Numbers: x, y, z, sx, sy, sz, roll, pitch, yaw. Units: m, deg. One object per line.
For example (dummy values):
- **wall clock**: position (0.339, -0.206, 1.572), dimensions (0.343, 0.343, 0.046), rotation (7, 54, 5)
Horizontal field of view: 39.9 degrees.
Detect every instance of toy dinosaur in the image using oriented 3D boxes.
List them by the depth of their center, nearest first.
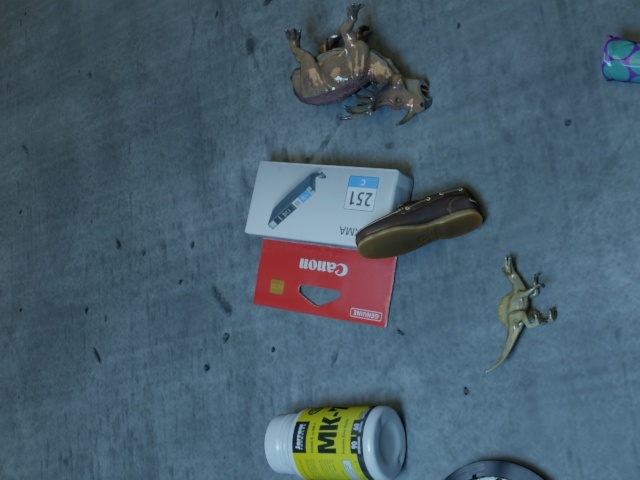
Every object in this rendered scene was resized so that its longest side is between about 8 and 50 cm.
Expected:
- **toy dinosaur**: position (0.304, 0.115, 1.337), dimensions (0.092, 0.053, 0.183), rotation (-8, 67, 48)
- **toy dinosaur**: position (0.033, -0.283, 1.553), dimensions (0.295, 0.127, 0.201), rotation (-9, 82, 38)

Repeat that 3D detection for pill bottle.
- **pill bottle**: position (0.021, 0.328, 1.425), dimensions (0.208, 0.119, 0.119), rotation (-9, 75, 32)

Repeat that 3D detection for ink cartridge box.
- **ink cartridge box**: position (0.000, 0.000, 1.543), dimensions (0.296, 0.066, 0.261), rotation (6, 83, 34)

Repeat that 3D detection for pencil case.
- **pencil case**: position (0.486, -0.261, 1.278), dimensions (0.151, 0.064, 0.070), rotation (11, 102, 34)

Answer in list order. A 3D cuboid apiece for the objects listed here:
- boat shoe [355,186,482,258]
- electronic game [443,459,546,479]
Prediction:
- **boat shoe**: position (0.152, -0.029, 1.416), dimensions (0.206, 0.073, 0.073), rotation (-15, 54, -3)
- **electronic game**: position (0.259, 0.437, 1.287), dimensions (0.229, 0.048, 0.229), rotation (-4, 81, 25)
